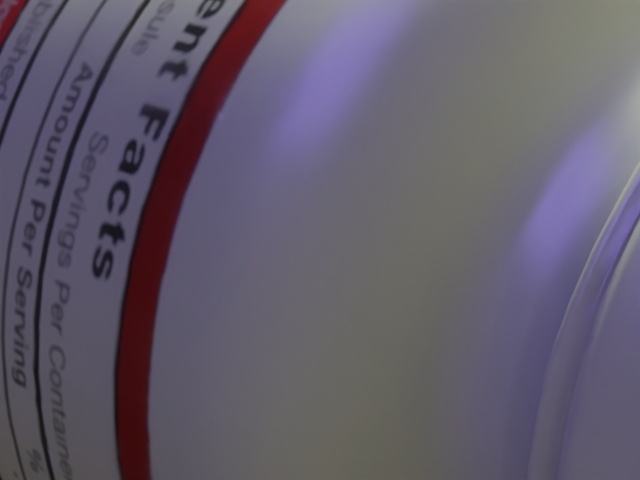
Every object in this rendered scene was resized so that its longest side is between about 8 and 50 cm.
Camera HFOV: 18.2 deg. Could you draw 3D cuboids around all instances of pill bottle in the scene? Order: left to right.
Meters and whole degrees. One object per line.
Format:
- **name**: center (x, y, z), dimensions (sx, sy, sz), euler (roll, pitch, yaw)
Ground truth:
- **pill bottle**: center (0.000, 0.000, 0.531), dimensions (0.407, 0.229, 0.229), euler (19, 56, 45)
